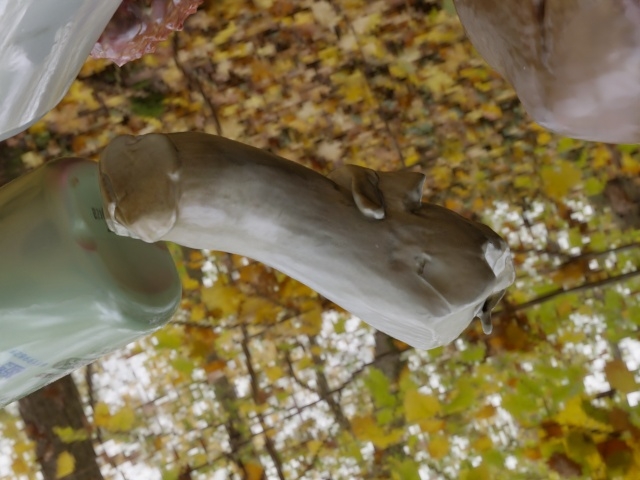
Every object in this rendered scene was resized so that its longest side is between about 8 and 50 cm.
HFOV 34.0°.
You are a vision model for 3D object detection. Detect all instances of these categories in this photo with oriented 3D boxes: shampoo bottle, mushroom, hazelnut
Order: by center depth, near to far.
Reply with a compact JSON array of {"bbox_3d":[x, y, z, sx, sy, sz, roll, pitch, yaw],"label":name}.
[{"bbox_3d":[-0.124,-0.126,0.486,0.108,0.051,0.221,-35,174,-47],"label":"shampoo bottle"},{"bbox_3d":[0.001,-0.001,0.618,0.099,0.278,0.096,-50,-148,34],"label":"mushroom"},{"bbox_3d":[-0.296,0.073,0.826,0.350,0.151,0.222,-26,177,13],"label":"shampoo bottle"},{"bbox_3d":[0.295,-0.262,0.934,0.372,0.315,0.372,-38,-155,21],"label":"hazelnut"}]

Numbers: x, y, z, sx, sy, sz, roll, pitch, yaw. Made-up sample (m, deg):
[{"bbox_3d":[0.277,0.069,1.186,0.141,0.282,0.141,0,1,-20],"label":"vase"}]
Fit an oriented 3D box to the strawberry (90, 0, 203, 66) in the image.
[{"bbox_3d":[-0.208,-0.337,1.075,0.292,0.292,0.343,-25,-133,-15],"label":"strawberry"}]
